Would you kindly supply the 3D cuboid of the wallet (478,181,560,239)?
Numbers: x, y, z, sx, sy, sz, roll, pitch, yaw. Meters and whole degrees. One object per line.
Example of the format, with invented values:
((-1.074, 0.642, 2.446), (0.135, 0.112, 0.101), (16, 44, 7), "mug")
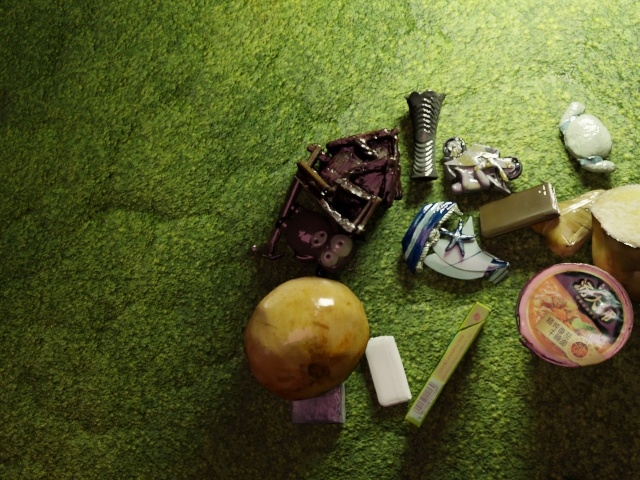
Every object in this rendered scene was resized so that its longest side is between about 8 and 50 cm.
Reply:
((0.509, -0.075, 1.505), (0.198, 0.031, 0.110), (-21, 48, 32), "wallet")

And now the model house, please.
((0.099, -0.203, 1.566), (0.297, 0.317, 0.282), (43, 97, 1), "model house")

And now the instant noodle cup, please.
((0.586, 0.175, 1.382), (0.244, 0.255, 0.243), (-2, 83, 18), "instant noodle cup")

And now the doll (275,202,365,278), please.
((-0.001, 0.000, 1.660), (0.257, 0.117, 0.182), (39, 81, 22), "doll")

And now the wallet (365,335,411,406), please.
((0.182, 0.356, 1.605), (0.095, 0.033, 0.190), (-20, 79, 13), "wallet")

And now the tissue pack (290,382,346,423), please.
((-0.008, 0.458, 1.643), (0.156, 0.051, 0.112), (-6, 79, 17), "tissue pack")

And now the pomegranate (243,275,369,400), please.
((-0.045, 0.245, 1.556), (0.338, 0.338, 0.338), (-2, 83, 17), "pomegranate")

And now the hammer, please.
((-0.109, -0.082, 1.752), (0.125, 0.027, 0.297), (22, 90, 19), "hammer")

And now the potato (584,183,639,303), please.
((0.746, 0.041, 1.341), (0.289, 0.300, 0.237), (-6, 123, -4), "potato")

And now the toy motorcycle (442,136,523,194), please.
((0.417, -0.185, 1.575), (0.225, 0.073, 0.152), (26, 90, 22), "toy motorcycle")

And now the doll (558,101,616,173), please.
((0.685, -0.261, 1.500), (0.104, 0.071, 0.214), (-25, 73, 12), "doll")

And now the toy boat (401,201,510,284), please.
((0.367, 0.002, 1.575), (0.292, 0.070, 0.210), (7, 90, 14), "toy boat")

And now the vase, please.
((0.289, -0.286, 1.617), (0.116, 0.115, 0.237), (0, 88, 17), "vase")

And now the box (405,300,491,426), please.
((0.328, 0.306, 1.484), (0.047, 0.187, 0.335), (32, 94, 15), "box")

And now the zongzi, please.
((0.622, -0.077, 1.496), (0.194, 0.099, 0.197), (-42, 53, -1), "zongzi")
